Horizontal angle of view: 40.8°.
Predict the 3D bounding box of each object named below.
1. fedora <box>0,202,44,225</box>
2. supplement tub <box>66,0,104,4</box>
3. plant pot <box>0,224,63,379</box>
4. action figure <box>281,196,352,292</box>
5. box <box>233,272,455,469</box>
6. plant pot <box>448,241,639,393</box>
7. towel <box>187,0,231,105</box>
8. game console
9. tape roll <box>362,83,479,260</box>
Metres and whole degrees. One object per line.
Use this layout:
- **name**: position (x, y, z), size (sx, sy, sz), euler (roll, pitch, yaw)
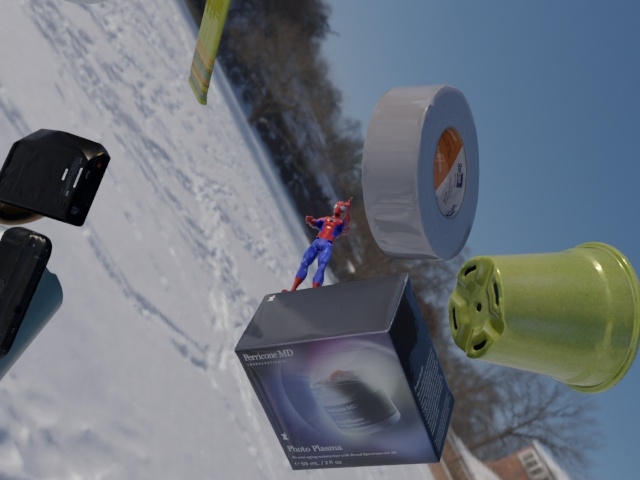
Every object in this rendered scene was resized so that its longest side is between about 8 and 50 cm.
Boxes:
- **fedora**: position (-0.684, -0.112, 1.965), size (0.194, 0.194, 0.079), euler (62, 4, -64)
- **supplement tub**: position (-0.491, -0.652, 1.681), size (0.325, 0.235, 0.235), euler (64, 1, 20)
- **plant pot**: position (-0.723, 0.157, 1.728), size (0.334, 0.341, 0.341), euler (-53, 128, -40)
- **action figure**: position (0.000, 0.000, 1.928), size (0.139, 0.091, 0.280), euler (87, 23, -52)
- **box**: position (0.048, 0.242, 1.540), size (0.294, 0.296, 0.183), euler (68, 27, -24)
- **plant pot**: position (0.378, 0.127, 1.524), size (0.276, 0.253, 0.276), euler (-173, -90, -68)
- **towel**: position (-0.188, -0.362, 1.505), size (0.102, 0.021, 0.237), euler (59, -42, 47)
- **game console**: position (-0.458, -0.001, 1.319), size (0.213, 0.361, 0.044), euler (15, -10, 39)
- **tape roll**: position (0.131, -0.085, 1.080), size (0.219, 0.072, 0.219), euler (-11, 102, -60)
